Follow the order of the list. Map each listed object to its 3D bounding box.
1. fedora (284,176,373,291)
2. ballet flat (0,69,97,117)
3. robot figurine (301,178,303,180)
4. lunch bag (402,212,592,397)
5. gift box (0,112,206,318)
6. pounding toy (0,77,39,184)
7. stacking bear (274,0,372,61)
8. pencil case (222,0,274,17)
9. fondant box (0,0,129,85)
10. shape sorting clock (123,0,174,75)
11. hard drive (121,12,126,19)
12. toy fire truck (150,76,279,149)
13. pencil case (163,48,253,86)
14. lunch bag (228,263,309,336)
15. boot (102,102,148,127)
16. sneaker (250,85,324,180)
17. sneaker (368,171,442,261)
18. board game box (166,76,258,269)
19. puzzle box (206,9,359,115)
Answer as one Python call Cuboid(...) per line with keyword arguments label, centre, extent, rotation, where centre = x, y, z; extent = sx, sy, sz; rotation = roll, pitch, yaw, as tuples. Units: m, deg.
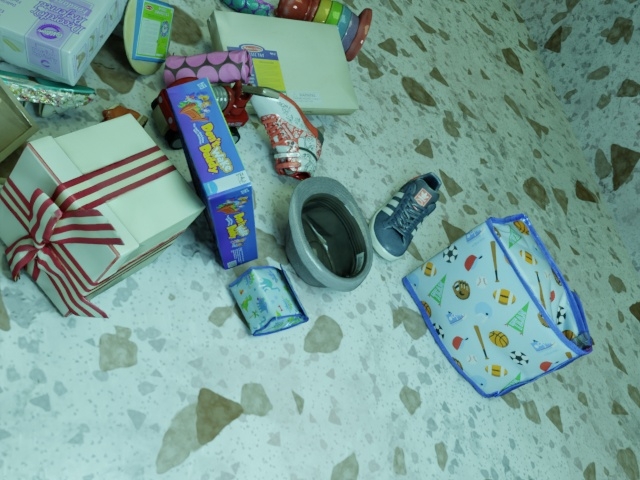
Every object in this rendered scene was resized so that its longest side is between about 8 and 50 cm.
Cuboid(label="fedora", centre=(0.000, 0.000, 1.466), extent=(0.244, 0.124, 0.275), rotation=(-21, 83, -46))
Cuboid(label="ballet flat", centre=(-0.566, -0.283, 1.220), extent=(0.241, 0.077, 0.091), rotation=(4, 23, -36))
Cuboid(label="robot figurine", centre=(-0.014, -0.105, 1.579), extent=(0.101, 0.067, 0.115), rotation=(6, 55, -51))
Cuboid(label="lunch bag", centre=(0.457, 0.175, 1.590), extent=(0.239, 0.328, 0.385), rotation=(-9, 65, -43))
Cuboid(label="gift box", centre=(-0.374, -0.033, 1.062), extent=(0.276, 0.255, 0.258), rotation=(48, 38, 4))
Cuboid(label="pounding toy", centre=(-0.598, -0.160, 1.079), extent=(0.181, 0.094, 0.206), rotation=(61, 34, -30))
Cuboid(label="stacking bear", centre=(0.000, -0.703, 1.992), extent=(0.289, 0.175, 0.164), rotation=(22, 40, -16))
Cuboid(label="pencil case", centre=(-0.219, -0.708, 1.855), extent=(0.152, 0.070, 0.064), rotation=(21, 48, -30))
Cuboid(label="fondant box", centre=(-0.549, -0.493, 1.278), extent=(0.238, 0.096, 0.330), rotation=(20, 56, -6))
Cuboid(label="shape sorting clock", centre=(-0.400, -0.489, 1.449), extent=(0.040, 0.206, 0.206), rotation=(17, 41, 11))
Cuboid(label="hard drive", centre=(-0.570, -0.656, 1.459), extent=(0.233, 0.047, 0.353), rotation=(-36, 83, -33))
Cuboid(label="toy fire truck", centre=(-0.228, -0.309, 1.405), extent=(0.217, 0.246, 0.158), rotation=(-10, 67, -46))
Cuboid(label="pencil case", centre=(-0.263, -0.407, 1.489), extent=(0.098, 0.209, 0.095), rotation=(29, 62, -76))
Cuboid(label="lunch bag", centre=(-0.096, 0.123, 1.319), extent=(0.151, 0.096, 0.128), rotation=(4, 54, -57))
Cuboid(label="boot", centre=(-0.433, -0.235, 1.318), extent=(0.085, 0.059, 0.158), rotation=(33, 35, -14))
Cuboid(label="sneaker", centre=(-0.090, -0.253, 1.546), extent=(0.270, 0.090, 0.145), rotation=(37, 59, -47))
Cuboid(label="sneaker", centre=(0.246, -0.084, 1.732), extent=(0.131, 0.148, 0.350), rotation=(41, 41, -9))
Cuboid(label="board game box", centre=(-0.202, -0.113, 1.218), extent=(0.078, 0.347, 0.233), rotation=(-20, 71, -11))
Cuboid(label="puzzle box", centre=(-0.095, -0.479, 1.716), extent=(0.409, 0.052, 0.272), rotation=(-7, 79, -35))
